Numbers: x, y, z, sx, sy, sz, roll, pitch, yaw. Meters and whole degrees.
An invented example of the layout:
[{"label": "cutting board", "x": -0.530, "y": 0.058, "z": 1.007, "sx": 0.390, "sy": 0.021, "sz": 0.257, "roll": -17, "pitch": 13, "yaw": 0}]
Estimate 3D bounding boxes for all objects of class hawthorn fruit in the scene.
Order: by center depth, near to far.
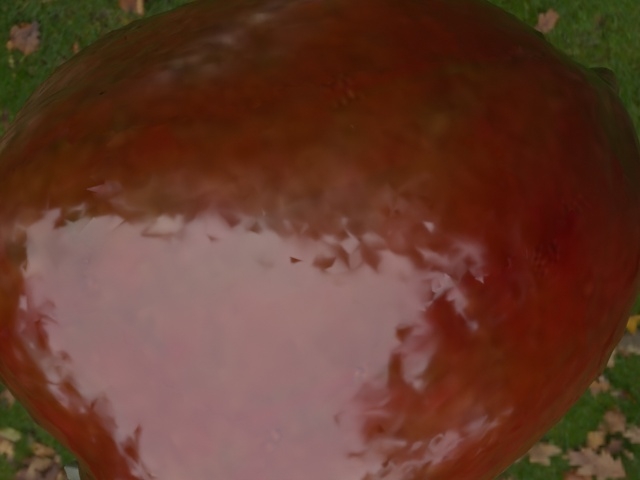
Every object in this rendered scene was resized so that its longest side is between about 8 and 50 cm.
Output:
[{"label": "hawthorn fruit", "x": -0.010, "y": 0.012, "z": 0.454, "sx": 0.311, "sy": 0.295, "sz": 0.295, "roll": -12, "pitch": 125, "yaw": 25}]

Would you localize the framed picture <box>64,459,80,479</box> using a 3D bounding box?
[{"label": "framed picture", "x": -0.054, "y": 0.123, "z": 0.667, "sx": 0.150, "sy": 0.203, "sz": 0.015, "roll": -7, "pitch": 101, "yaw": 50}]
